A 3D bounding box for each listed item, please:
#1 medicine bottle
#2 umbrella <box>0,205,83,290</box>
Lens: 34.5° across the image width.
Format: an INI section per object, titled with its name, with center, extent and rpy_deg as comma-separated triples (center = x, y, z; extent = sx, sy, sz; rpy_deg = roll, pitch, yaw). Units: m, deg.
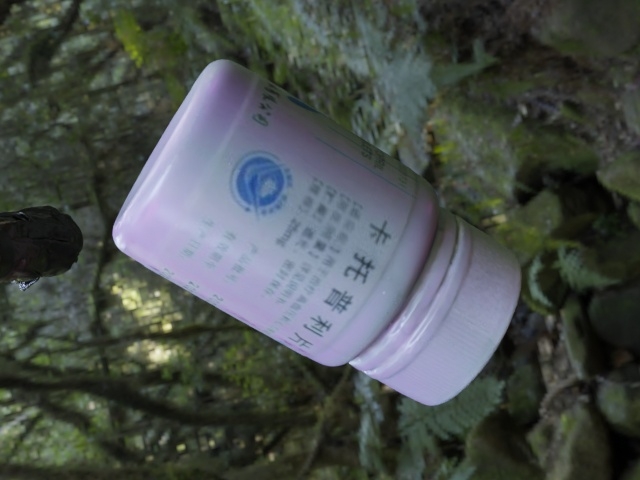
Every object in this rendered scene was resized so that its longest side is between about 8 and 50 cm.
[medicine bottle]
center = 0.000, 0.000, 0.707
extent = 0.254, 0.152, 0.152
rpy_deg = 30, -164, -11
[umbrella]
center = -0.339, 0.018, 0.987
extent = 0.326, 0.090, 0.094
rpy_deg = -18, -59, -67
